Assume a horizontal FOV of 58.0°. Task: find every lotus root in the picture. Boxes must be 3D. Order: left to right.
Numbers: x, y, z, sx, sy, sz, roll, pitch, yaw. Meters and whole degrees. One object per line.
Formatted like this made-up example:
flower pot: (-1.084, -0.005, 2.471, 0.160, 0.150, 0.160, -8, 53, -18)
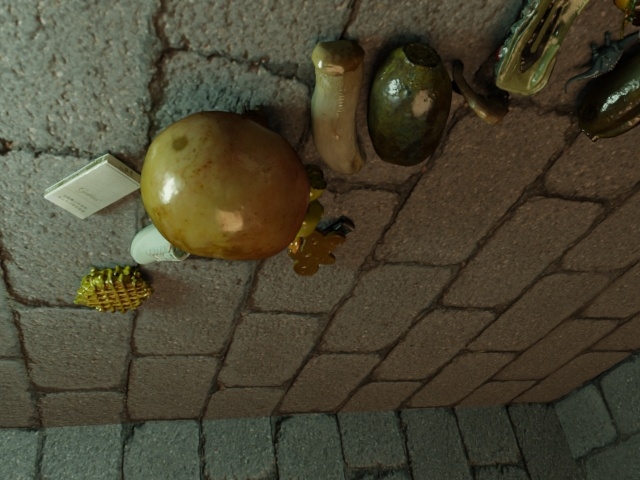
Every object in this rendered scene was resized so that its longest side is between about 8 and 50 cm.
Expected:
lotus root: (0.175, -0.262, 1.159, 0.160, 0.151, 0.274, 0, 144, -1)
lotus root: (0.661, -0.315, 1.237, 0.124, 0.122, 0.241, 23, 140, -22)

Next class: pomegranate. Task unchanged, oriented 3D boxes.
pomegranate: (-0.178, -0.123, 1.152, 0.339, 0.338, 0.338, -7, 145, -5)

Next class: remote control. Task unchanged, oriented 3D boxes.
remote control: (0.000, 0.000, 1.597, 0.212, 0.028, 0.059, -31, 141, 28)

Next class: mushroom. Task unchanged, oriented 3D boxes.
mushroom: (0.040, -0.256, 1.187, 0.123, 0.095, 0.351, -25, 149, -10)

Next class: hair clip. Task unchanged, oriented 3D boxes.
hair clip: (0.421, -0.423, 1.051, 0.139, 0.091, 0.321, 8, 132, -25)

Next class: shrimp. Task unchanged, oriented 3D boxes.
shrimp: (0.325, -0.303, 1.182, 0.046, 0.152, 0.219, -46, 171, 35)

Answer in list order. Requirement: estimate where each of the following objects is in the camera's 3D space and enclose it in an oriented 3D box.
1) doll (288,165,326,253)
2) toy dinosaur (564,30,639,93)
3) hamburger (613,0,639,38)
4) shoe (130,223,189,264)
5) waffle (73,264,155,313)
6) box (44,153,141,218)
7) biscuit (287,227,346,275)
doll: (-0.056, -0.073, 1.392, 0.136, 0.142, 0.220, 0, 137, -18)
toy dinosaur: (0.587, -0.378, 1.191, 0.197, 0.045, 0.080, -40, 143, 22)
hamburger: (0.580, -0.454, 0.932, 0.261, 0.139, 0.243, -48, 151, -15)
shoe: (-0.384, 0.011, 1.444, 0.265, 0.110, 0.095, -34, 140, 27)
waffle: (-0.571, 0.138, 1.617, 0.197, 0.070, 0.193, 17, 137, -38)
box: (-0.506, -0.118, 1.295, 0.199, 0.029, 0.109, -24, 144, 21)
biscuit: (-0.021, 0.032, 1.586, 0.138, 0.031, 0.205, 10, 139, -15)
